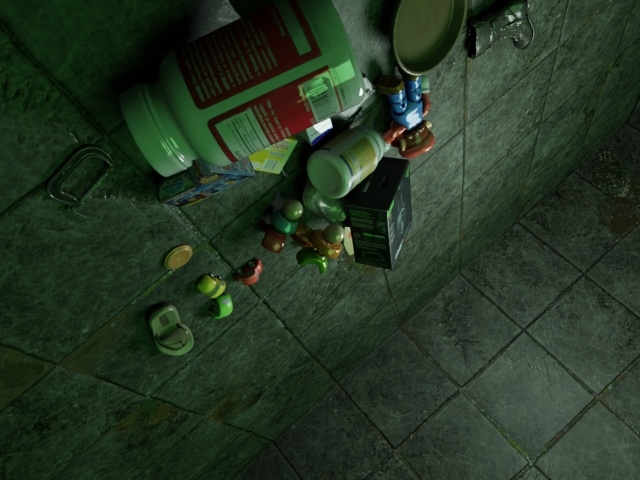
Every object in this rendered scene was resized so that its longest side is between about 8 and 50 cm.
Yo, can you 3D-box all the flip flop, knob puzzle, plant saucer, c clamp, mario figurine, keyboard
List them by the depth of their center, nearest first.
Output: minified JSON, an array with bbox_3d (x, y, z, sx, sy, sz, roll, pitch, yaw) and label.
[{"bbox_3d":[-0.471,-0.117,1.120,0.160,0.022,0.137,-48,148,11],"label":"c clamp"},{"bbox_3d":[0.272,-0.564,1.428,0.278,0.041,0.277,-26,135,-30],"label":"plant saucer"},{"bbox_3d":[-0.377,0.045,1.484,0.084,0.013,0.083,-34,152,-21],"label":"plant saucer"},{"bbox_3d":[0.075,-0.362,1.523,0.180,0.023,0.108,-46,147,6],"label":"keyboard"},{"bbox_3d":[0.234,-0.377,1.658,0.198,0.170,0.320,-9,142,10],"label":"mario figurine"},{"bbox_3d":[-0.437,0.280,1.662,0.112,0.080,0.277,-33,151,-22],"label":"flip flop"},{"bbox_3d":[0.134,-0.040,2.027,0.213,0.030,0.213,-30,136,-35],"label":"knob puzzle"}]

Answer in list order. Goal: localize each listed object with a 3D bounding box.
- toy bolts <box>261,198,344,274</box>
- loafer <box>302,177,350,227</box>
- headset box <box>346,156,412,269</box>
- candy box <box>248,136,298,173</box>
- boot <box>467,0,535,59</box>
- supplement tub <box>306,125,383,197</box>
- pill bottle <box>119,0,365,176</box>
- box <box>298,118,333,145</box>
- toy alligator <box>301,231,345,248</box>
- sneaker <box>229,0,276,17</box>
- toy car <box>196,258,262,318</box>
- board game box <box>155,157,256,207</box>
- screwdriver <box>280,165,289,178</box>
[{"bbox_3d":[-0.049,-0.043,1.657,0.229,0.218,0.158,23,120,-25],"label":"toy bolts"},{"bbox_3d":[0.039,-0.111,1.705,0.319,0.112,0.111,28,76,-65],"label":"loafer"},{"bbox_3d":[0.194,-0.097,1.765,0.283,0.131,0.246,78,31,-45],"label":"headset box"},{"bbox_3d":[-0.155,-0.224,1.376,0.206,0.027,0.105,3,125,-49],"label":"candy box"},{"bbox_3d":[0.548,-0.639,1.731,0.229,0.091,0.263,-38,149,0],"label":"boot"},{"bbox_3d":[0.072,-0.223,1.555,0.200,0.144,0.144,-42,157,-36],"label":"supplement tub"},{"bbox_3d":[-0.143,-0.279,1.035,0.408,0.228,0.229,-24,153,2],"label":"pill bottle"},{"bbox_3d":[-0.048,-0.313,1.305,0.072,0.126,0.137,-42,154,-9],"label":"box"},{"bbox_3d":[0.000,0.000,1.905,0.190,0.056,0.051,-20,-175,-37],"label":"toy alligator"},{"bbox_3d":[-0.098,-0.500,0.967,0.110,0.123,0.295,-28,152,-28],"label":"sneaker"},{"bbox_3d":[-0.290,0.173,1.743,0.239,0.053,0.224,-17,143,-42],"label":"toy car"},{"bbox_3d":[-0.263,-0.143,1.235,0.194,0.060,0.194,-23,174,7],"label":"board game box"},{"bbox_3d":[-0.117,-0.211,1.469,0.024,0.025,0.170,-42,154,-5],"label":"screwdriver"}]
